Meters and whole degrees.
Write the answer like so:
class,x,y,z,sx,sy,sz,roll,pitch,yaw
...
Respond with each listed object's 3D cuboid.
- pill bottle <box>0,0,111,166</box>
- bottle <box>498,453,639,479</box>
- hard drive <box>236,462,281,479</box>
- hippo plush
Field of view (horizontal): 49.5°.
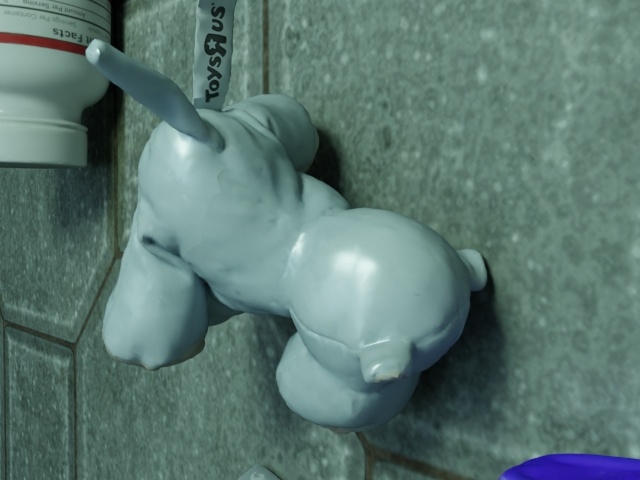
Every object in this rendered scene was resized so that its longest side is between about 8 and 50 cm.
class,x,y,z,sx,sy,sz,roll,pitch,yaw
pill bottle,-0.378,-0.297,0.861,0.229,0.229,0.408,5,95,48
bottle,0.162,0.264,0.367,0.118,0.092,0.283,-9,84,47
hard drive,-0.013,0.333,0.596,0.254,0.054,0.172,30,113,44
hippo plush,0.000,0.000,0.503,0.236,0.234,0.294,27,131,13
